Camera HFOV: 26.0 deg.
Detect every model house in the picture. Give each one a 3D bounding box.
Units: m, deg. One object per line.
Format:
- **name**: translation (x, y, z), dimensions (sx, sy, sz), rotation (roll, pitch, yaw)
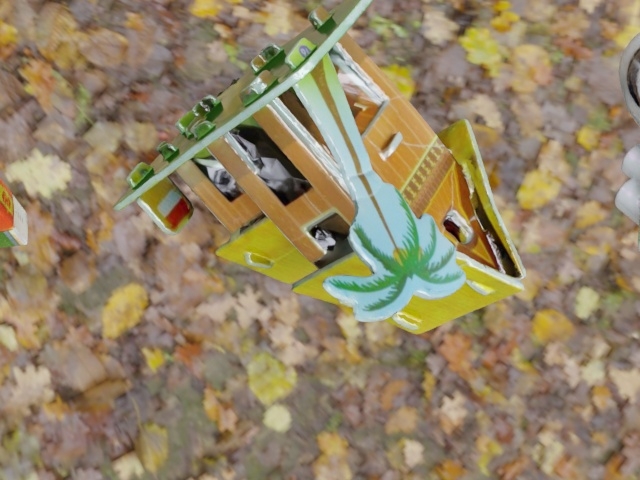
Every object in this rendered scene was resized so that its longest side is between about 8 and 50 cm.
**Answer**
- **model house**: translation (0.000, 0.000, 1.310), dimensions (0.323, 0.300, 0.340), rotation (47, 42, -12)

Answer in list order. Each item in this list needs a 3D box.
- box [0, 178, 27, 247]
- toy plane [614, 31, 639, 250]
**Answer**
- **box**: translation (-0.356, -0.018, 1.065), dimensions (0.235, 0.132, 0.034), rotation (-5, 72, 0)
- **toy plane**: translation (0.220, -0.060, 0.724), dimensions (0.080, 0.174, 0.174), rotation (10, 101, -43)
